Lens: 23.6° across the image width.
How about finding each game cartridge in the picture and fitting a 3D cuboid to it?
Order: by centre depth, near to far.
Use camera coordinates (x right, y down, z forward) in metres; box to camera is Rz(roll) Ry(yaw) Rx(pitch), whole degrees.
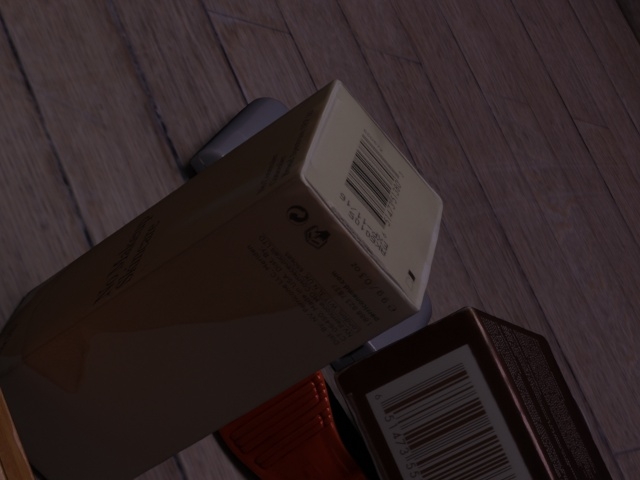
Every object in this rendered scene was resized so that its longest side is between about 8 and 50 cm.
[{"bbox_3d":[0.000,0.000,1.520,0.297,0.062,0.198,53,31,-9],"label":"game cartridge"}]

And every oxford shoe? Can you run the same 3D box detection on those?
[{"bbox_3d":[-0.020,0.161,1.289,0.271,0.097,0.098,61,6,-2],"label":"oxford shoe"}]

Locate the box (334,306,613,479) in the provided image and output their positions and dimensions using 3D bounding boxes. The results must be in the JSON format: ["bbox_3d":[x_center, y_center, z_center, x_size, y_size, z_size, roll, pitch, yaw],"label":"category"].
[{"bbox_3d":[0.155,0.182,1.389,0.191,0.143,0.381,66,14,15],"label":"box"}]

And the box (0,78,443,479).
[{"bbox_3d":[-0.079,0.041,1.043,0.121,0.311,0.148,48,27,-18],"label":"box"}]

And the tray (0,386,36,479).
[{"bbox_3d":[-0.232,0.086,0.892,0.203,0.076,0.411,97,-29,-71],"label":"tray"}]
